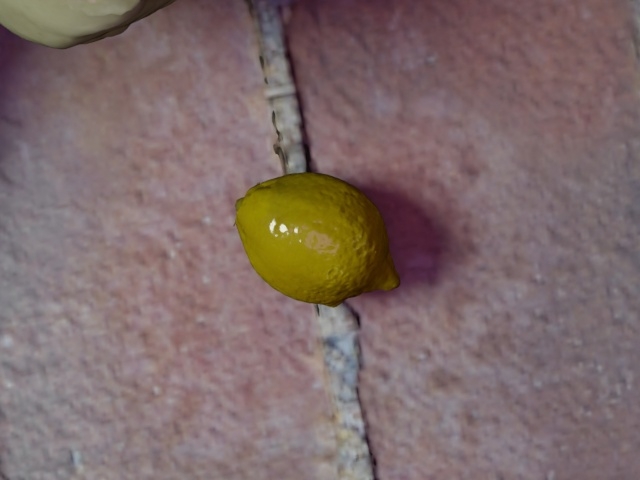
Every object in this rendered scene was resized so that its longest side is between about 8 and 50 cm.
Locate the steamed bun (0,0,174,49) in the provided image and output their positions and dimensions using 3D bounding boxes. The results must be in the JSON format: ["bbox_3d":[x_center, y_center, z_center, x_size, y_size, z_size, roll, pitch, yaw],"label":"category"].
[{"bbox_3d":[-0.101,-0.250,0.554,0.276,0.203,0.289,-27,110,-9],"label":"steamed bun"}]

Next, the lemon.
[{"bbox_3d":[0.000,0.000,0.646,0.092,0.065,0.065,29,94,-5],"label":"lemon"}]
